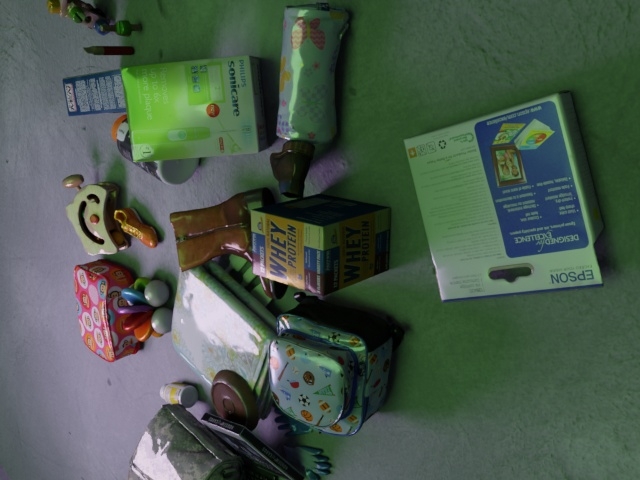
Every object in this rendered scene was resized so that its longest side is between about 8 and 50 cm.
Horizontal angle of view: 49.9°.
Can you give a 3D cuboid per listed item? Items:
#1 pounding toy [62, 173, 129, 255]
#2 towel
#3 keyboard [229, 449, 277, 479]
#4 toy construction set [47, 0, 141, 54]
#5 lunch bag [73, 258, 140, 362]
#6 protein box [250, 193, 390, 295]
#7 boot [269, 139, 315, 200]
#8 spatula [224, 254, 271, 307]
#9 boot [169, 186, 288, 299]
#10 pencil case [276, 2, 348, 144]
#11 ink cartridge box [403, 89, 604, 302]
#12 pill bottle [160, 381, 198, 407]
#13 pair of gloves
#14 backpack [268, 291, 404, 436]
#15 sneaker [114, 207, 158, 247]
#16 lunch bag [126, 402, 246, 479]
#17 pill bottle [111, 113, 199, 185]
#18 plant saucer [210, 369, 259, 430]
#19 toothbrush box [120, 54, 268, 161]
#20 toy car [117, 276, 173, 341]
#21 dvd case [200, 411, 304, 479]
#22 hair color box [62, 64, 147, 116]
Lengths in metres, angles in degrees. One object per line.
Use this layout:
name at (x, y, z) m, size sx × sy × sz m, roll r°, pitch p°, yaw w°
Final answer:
pounding toy at (-0.645, -0.092, 2.048) m, size 0.154 × 0.155 × 0.269 m, roll -25°, pitch 94°, yaw 16°
towel at (-0.238, 0.241, 1.735) m, size 0.374 × 0.090 × 0.320 m, roll 38°, pitch 130°, yaw 26°
keyboard at (-0.229, 0.686, 1.910) m, size 0.317 × 0.033 × 0.201 m, roll 7°, pitch 107°, yaw 43°
toy construction set at (-0.626, -0.620, 1.755) m, size 0.257 × 0.237 × 0.308 m, roll -28°, pitch 83°, yaw 44°
lunch bag at (-0.675, 0.211, 2.129) m, size 0.258 × 0.120 × 0.293 m, roll 16°, pitch 113°, yaw 40°
protein box at (0.000, 0.000, 1.369) m, size 0.200 × 0.201 × 0.135 m, roll 14°, pitch 112°, yaw 40°
boot at (-0.071, -0.127, 1.421) m, size 0.219 × 0.082 × 0.106 m, roll 141°, pitch 141°, yaw -74°
spatula at (-0.209, 0.131, 1.735) m, size 0.168 × 0.019 × 0.242 m, roll 56°, pitch 132°, yaw 14°
boot at (-0.221, 0.031, 1.598) m, size 0.281 × 0.096 × 0.264 m, roll -16°, pitch 90°, yaw 24°
pencil case at (-0.019, -0.328, 1.354) m, size 0.113 × 0.124 × 0.273 m, roll -136°, pitch 48°, yaw -59°
ink cartridge box at (0.306, -0.061, 1.160) m, size 0.304 × 0.072 × 0.307 m, roll -11°, pitch 97°, yaw 44°
pill bottle at (-0.412, 0.444, 1.987) m, size 0.116 × 0.065 × 0.065 m, roll 0°, pitch 102°, yaw 44°
pair of gloves at (-0.046, 0.494, 1.685) m, size 0.159 × 0.023 × 0.198 m, roll -3°, pitch 99°, yaw 44°
backpack at (0.021, 0.278, 1.441) m, size 0.277 × 0.213 × 0.263 m, roll 16°, pitch 123°, yaw 37°
sneaker at (-0.525, -0.029, 1.954) m, size 0.175 × 0.067 × 0.064 m, roll 36°, pitch 123°, yaw 28°
lunch bag at (-0.355, 0.616, 1.850) m, size 0.305 × 0.213 × 0.256 m, roll 31°, pitch 116°, yaw 36°
pill bottle at (-0.432, -0.243, 1.757) m, size 0.246 × 0.130 × 0.130 m, roll 31°, pitch 122°, yaw 33°
plant saucer at (-0.220, 0.403, 1.704) m, size 0.168 × 0.029 × 0.168 m, roll 21°, pitch 122°, yaw 38°
toothbrush box at (-0.270, -0.287, 1.504) m, size 0.283 × 0.122 × 0.206 m, roll -3°, pitch 102°, yaw 6°
toy car at (-0.509, 0.199, 1.955) m, size 0.159 × 0.136 × 0.182 m, roll -8°, pitch 97°, yaw 45°
dvd case at (-0.168, 0.514, 1.697) m, size 0.179 × 0.029 × 0.238 m, roll -1°, pitch 138°, yaw 50°
hair color box at (-0.484, -0.379, 1.736) m, size 0.347 × 0.174 × 0.105 m, roll 7°, pitch 108°, yaw 43°
